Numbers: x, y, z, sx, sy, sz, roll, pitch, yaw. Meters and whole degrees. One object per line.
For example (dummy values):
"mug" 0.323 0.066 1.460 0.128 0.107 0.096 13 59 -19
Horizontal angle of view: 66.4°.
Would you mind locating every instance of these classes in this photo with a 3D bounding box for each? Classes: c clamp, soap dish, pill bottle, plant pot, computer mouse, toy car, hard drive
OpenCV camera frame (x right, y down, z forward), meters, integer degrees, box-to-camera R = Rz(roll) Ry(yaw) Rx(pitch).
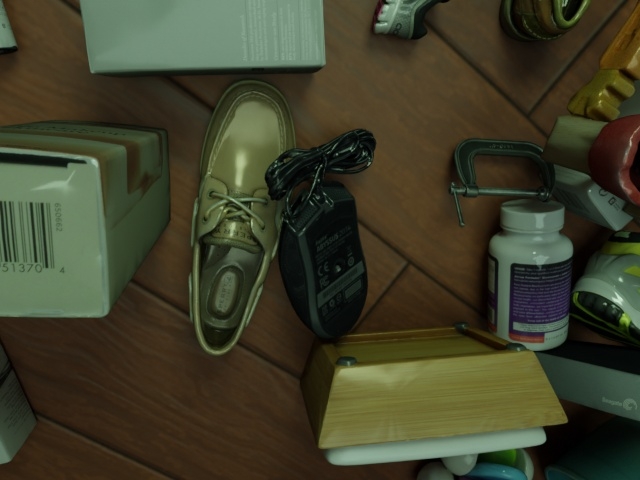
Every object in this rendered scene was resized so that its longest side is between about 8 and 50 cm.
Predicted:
"c clamp" 0.240 -0.079 0.643 0.161 0.137 0.022 -4 152 -9
"soap dish" 0.124 0.188 0.650 0.291 0.229 0.118 -3 91 -7
"pill bottle" 0.290 0.044 0.681 0.108 0.108 0.193 -7 108 -5
"plant pot" 0.545 0.375 0.752 0.255 0.272 0.271 -39 109 -11
"computer mouse" 0.000 0.000 0.631 0.189 0.072 0.272 -30 123 -41
"toy car" 0.254 0.395 0.769 0.159 0.136 0.182 25 102 -14
"hard drive" 0.372 0.177 0.656 0.172 0.255 0.054 0 87 -18

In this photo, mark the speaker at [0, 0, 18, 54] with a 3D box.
"speaker" -0.375 -0.271 0.521 0.055 0.055 0.136 -11 109 -4

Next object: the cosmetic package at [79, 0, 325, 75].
"cosmetic package" -0.120 -0.231 0.531 0.238 0.127 0.107 -6 107 -4

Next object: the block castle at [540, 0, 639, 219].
"block castle" 0.499 -0.097 0.491 0.453 0.213 0.303 26 103 -17

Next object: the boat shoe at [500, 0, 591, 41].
"boat shoe" 0.295 -0.388 0.549 0.111 0.104 0.307 1 107 -8

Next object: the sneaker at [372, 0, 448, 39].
"sneaker" 0.126 -0.315 0.573 0.075 0.063 0.170 21 108 -13

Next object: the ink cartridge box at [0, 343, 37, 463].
"ink cartridge box" -0.493 0.201 0.634 0.148 0.086 0.203 -14 108 -4

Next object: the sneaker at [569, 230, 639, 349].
"sneaker" 0.540 0.124 0.726 0.385 0.145 0.147 32 82 -24

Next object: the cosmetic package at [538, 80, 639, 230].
"cosmetic package" 0.420 -0.132 0.641 0.231 0.117 0.085 -44 108 8

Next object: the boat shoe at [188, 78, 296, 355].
"boat shoe" -0.096 -0.023 0.606 0.122 0.110 0.340 7 106 -10

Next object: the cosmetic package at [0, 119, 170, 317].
"cosmetic package" -0.247 -0.044 0.482 0.153 0.296 0.129 2 106 -10
